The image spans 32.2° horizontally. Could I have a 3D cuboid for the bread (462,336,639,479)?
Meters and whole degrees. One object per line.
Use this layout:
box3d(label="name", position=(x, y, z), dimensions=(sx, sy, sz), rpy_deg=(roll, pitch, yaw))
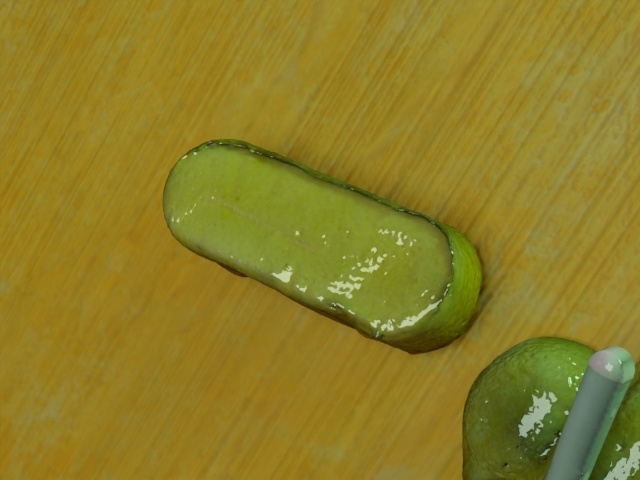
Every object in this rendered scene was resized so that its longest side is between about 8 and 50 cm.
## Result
box3d(label="bread", position=(0.169, 0.121, 0.717), dimensions=(0.187, 0.065, 0.149), rpy_deg=(-40, 64, 21))

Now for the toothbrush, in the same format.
box3d(label="toothbrush", position=(0.126, 0.214, 0.698), dimensions=(0.030, 0.025, 0.342), rpy_deg=(33, 118, 32))

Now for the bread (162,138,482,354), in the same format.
box3d(label="bread", position=(0.000, 0.000, 0.800), dimensions=(0.245, 0.094, 0.102), rpy_deg=(22, 87, 26))
